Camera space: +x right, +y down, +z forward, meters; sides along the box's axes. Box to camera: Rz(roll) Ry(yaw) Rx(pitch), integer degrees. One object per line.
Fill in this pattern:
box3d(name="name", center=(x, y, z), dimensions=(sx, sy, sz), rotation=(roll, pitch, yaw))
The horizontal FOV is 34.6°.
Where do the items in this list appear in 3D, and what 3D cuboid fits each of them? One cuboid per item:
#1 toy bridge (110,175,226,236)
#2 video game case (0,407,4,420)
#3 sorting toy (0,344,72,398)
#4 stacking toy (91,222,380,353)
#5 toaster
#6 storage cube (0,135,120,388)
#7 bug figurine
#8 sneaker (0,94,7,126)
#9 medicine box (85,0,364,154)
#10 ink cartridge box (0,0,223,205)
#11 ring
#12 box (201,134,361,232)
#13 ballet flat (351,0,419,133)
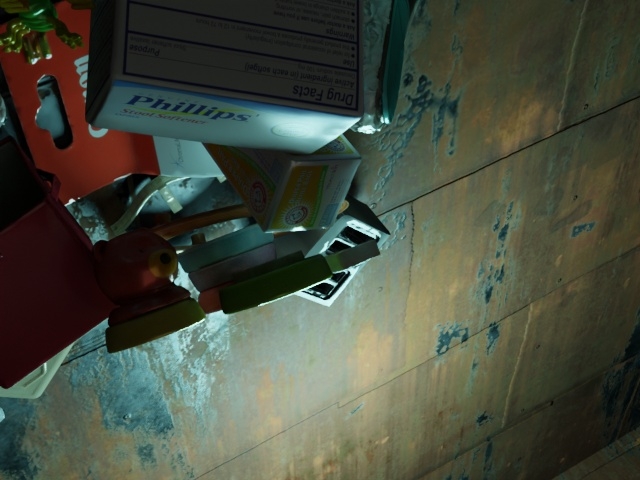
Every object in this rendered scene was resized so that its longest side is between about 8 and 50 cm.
box3d(name="toy bridge", center=(-0.219, -0.066, 1.470), dimensions=(0.188, 0.026, 0.063), rotation=(-35, 142, -5))
box3d(name="video game case", center=(-0.594, 0.300, 1.498), dimensions=(0.201, 0.023, 0.183), rotation=(-44, 145, 15))
box3d(name="sorting toy", center=(-0.447, 0.148, 1.488), dimensions=(0.208, 0.038, 0.193), rotation=(11, 120, -51))
box3d(name="stacking toy", center=(-0.104, 0.014, 1.249), dimensions=(0.280, 0.130, 0.309), rotation=(-19, -179, 28))
box3d(name="toaster", center=(0.000, 0.000, 1.658), dimensions=(0.168, 0.110, 0.186), rotation=(-51, 142, 12))
box3d(name="storage cube", center=(-0.381, 0.025, 1.260), dimensions=(0.215, 0.183, 0.193), rotation=(-36, 131, -8))
box3d(name="bug figurine", center=(-0.361, -0.250, 1.030), dimensions=(0.279, 0.072, 0.216), rotation=(-2, 171, -2))
box3d(name="sneaker", center=(-0.457, -0.100, 1.109), dimensions=(0.271, 0.100, 0.108), rotation=(-58, 157, -29))
box3d(name="medicine box", center=(-0.101, -0.260, 1.094), dimensions=(0.264, 0.289, 0.149), rotation=(6, 167, -22))
box3d(name="ink cartridge box", center=(-0.186, -0.197, 1.313), dimensions=(0.385, 0.091, 0.308), rotation=(-27, 141, -20))
box3d(name="ring", center=(-0.126, -0.024, 1.442), dimensions=(0.337, 0.032, 0.336), rotation=(-14, 173, -2))
box3d(name="box", center=(-0.055, -0.116, 1.274), dimensions=(0.103, 0.203, 0.114), rotation=(-5, 132, -34))
box3d(name="ballet flat", center=(0.061, -0.319, 1.288), dimensions=(0.147, 0.147, 0.408), rotation=(58, 43, -53))
